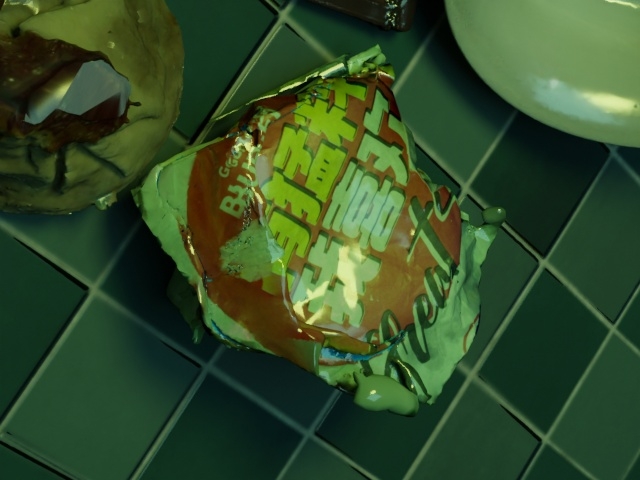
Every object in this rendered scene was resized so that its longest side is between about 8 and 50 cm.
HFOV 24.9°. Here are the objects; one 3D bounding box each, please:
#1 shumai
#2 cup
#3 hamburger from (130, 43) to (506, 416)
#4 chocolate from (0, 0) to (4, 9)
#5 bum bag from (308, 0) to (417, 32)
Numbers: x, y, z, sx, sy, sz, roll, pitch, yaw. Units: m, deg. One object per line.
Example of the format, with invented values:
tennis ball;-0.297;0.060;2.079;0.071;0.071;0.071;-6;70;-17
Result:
shumai;-0.167;-0.106;0.964;0.201;0.120;0.201;-9;107;-30
cup;0.273;-0.245;1.137;0.347;0.347;0.163;44;40;-35
hamburger;-0.002;0.007;1.113;0.276;0.150;0.260;53;54;-17
chocolate;-0.259;-0.187;0.865;0.176;0.176;0.177;-11;109;-32
bum bag;0.017;-0.230;1.118;0.159;0.026;0.109;14;95;-31
